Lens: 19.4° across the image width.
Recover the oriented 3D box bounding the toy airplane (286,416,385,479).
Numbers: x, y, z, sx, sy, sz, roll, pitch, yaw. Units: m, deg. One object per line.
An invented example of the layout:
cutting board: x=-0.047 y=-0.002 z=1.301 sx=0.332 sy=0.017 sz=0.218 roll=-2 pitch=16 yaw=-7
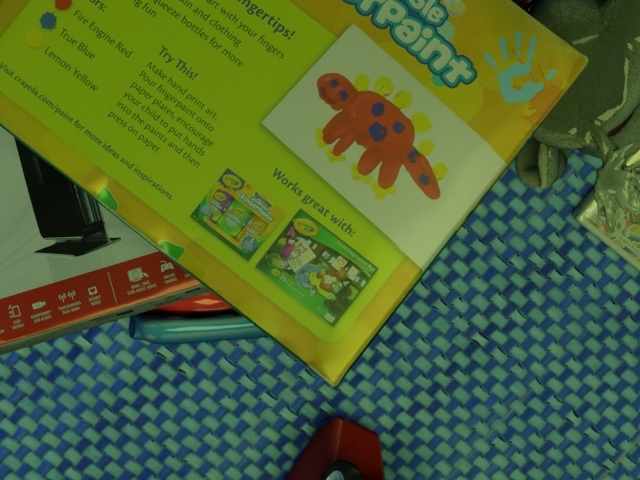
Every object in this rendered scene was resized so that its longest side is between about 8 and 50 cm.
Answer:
toy airplane: x=-0.026 y=0.435 z=2.040 sx=0.384 sy=0.272 sz=0.386 roll=-31 pitch=100 yaw=-33

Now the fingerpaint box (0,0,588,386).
fingerpaint box: x=-0.048 y=-0.146 z=1.708 sx=0.445 sy=0.163 sz=0.371 roll=37 pitch=87 yaw=3

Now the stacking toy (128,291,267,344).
stacking toy: x=-0.124 y=-0.049 z=1.930 sx=0.166 sy=0.175 sz=0.301 roll=-3 pitch=98 yaw=-7

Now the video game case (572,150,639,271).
video game case: x=0.428 y=-0.040 z=2.090 sx=0.227 sy=0.026 sz=0.206 roll=37 pitch=98 yaw=-20

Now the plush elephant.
plush elephant: x=0.276 y=-0.176 z=1.899 sx=0.272 sy=0.255 sz=0.330 roll=-16 pitch=89 yaw=13

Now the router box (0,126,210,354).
router box: x=-0.251 y=-0.064 z=1.838 sx=0.336 sy=0.082 sz=0.301 roll=-18 pitch=82 yaw=1
